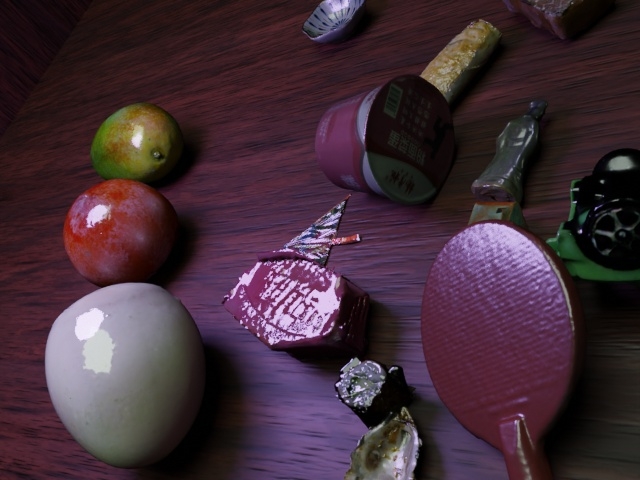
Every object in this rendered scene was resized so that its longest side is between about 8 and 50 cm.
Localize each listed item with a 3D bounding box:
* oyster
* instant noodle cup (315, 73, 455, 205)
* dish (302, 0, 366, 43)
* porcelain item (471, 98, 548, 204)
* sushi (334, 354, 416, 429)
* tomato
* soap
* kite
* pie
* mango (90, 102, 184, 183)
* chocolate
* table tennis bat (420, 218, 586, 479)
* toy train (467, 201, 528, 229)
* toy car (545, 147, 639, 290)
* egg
[{"bbox_3d":[0.100,0.313,0.937,0.103,0.051,0.148,26,74,28],"label":"oyster"},{"bbox_3d":[0.114,-0.184,1.228,0.178,0.235,0.235,5,59,52],"label":"instant noodle cup"},{"bbox_3d":[0.048,-0.574,1.709,0.190,0.066,0.191,-21,44,21],"label":"dish"},{"bbox_3d":[0.339,-0.160,1.132,0.081,0.069,0.216,2,58,53],"label":"porcelain item"},{"bbox_3d":[0.082,0.229,0.997,0.098,0.084,0.094,-46,38,-10],"label":"sushi"},{"bbox_3d":[-0.470,-0.020,1.513,0.265,0.265,0.265,-21,46,23],"label":"tomato"},{"bbox_3d":[-0.030,0.120,1.154,0.289,0.112,0.182,30,87,45],"label":"soap"},{"bbox_3d":[0.000,0.000,1.308,0.189,0.009,0.232,-6,53,35],"label":"kite"},{"bbox_3d":[0.260,-0.342,1.351,0.282,0.068,0.128,-51,41,-3],"label":"pie"},{"bbox_3d":[-0.516,-0.261,1.791,0.382,0.201,0.225,3,80,51],"label":"mango"},{"bbox_3d":[0.466,-0.493,1.295,0.148,0.093,0.214,-36,42,6],"label":"chocolate"},{"bbox_3d":[0.240,0.169,0.853,0.268,0.051,0.415,-38,53,47],"label":"table tennis bat"},{"bbox_3d":[0.266,0.018,1.018,0.072,0.099,0.188,2,59,40],"label":"toy train"},{"bbox_3d":[0.454,-0.016,0.845,0.358,0.176,0.213,-2,25,26],"label":"toy car"},{"bbox_3d":[-0.344,0.238,1.175,0.283,0.283,0.345,-34,56,10],"label":"egg"}]
